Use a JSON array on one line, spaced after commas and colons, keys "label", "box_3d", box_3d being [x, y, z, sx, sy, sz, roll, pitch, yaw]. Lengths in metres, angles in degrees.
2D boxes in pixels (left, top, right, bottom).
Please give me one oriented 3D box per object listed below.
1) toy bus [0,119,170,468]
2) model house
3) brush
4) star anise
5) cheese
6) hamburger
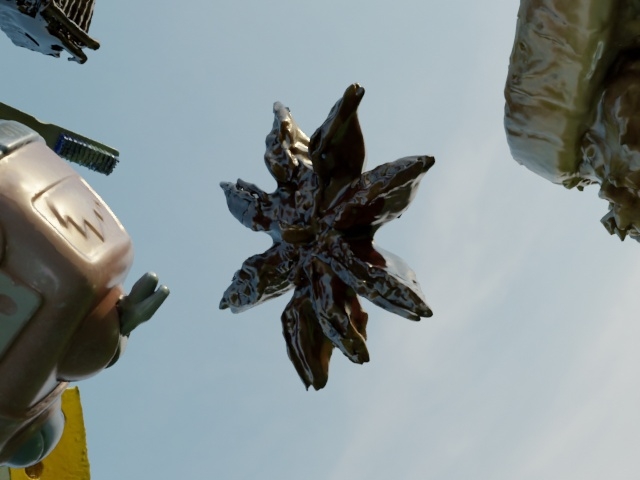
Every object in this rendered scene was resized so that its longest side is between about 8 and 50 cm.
[{"label": "toy bus", "box_3d": [-0.274, 0.059, 0.927, 0.294, 0.232, 0.197, -52, 2, 16]}, {"label": "model house", "box_3d": [-0.272, -0.238, 0.972, 0.141, 0.164, 0.203, -26, -36, 9]}, {"label": "brush", "box_3d": [-0.297, -0.111, 1.281, 0.178, 0.030, 0.033, 23, -70, -34]}, {"label": "star anise", "box_3d": [0.000, 0.001, 1.029, 0.088, 0.288, 0.288, -4, -59, -43]}, {"label": "cheese", "box_3d": [-0.292, 0.249, 1.206, 0.093, 0.171, 0.126, 5, -36, -49]}, {"label": "hamburger", "box_3d": [0.296, -0.133, 0.970, 0.445, 0.268, 0.287, 12, -87, -70]}]
